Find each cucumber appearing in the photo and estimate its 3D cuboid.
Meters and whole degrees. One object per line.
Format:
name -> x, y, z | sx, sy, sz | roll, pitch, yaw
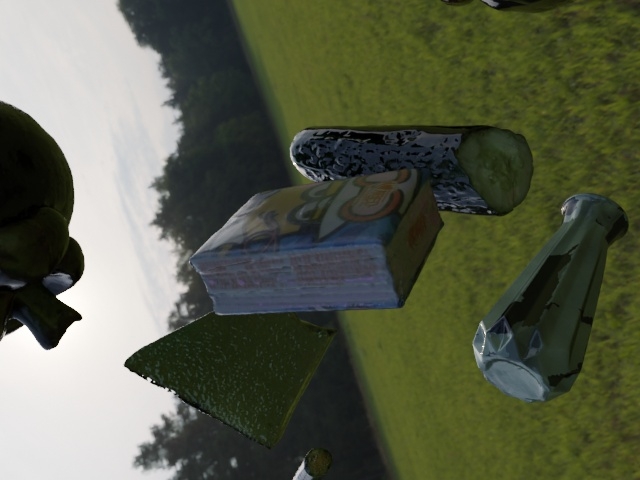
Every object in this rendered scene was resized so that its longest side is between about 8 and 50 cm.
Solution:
cucumber -> 0.064, -0.069, 0.625 | 0.241, 0.074, 0.074 | 10, 130, 40

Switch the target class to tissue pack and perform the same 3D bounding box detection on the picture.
tissue pack -> 0.000, 0.000, 0.511 | 0.115, 0.155, 0.065 | -54, -50, -52

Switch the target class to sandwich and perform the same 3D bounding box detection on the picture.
sandwich -> -0.123, 0.148, 1.005 | 0.245, 0.212, 0.063 | 28, 171, 8

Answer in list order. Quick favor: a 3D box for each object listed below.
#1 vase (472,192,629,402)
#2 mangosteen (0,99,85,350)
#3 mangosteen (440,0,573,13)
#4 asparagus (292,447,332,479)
vase -> 0.381, 0.081, 1.115 | 0.165, 0.360, 0.165 | 27, 149, 18
mangosteen -> -0.370, -0.011, 0.726 | 0.233, 0.288, 0.287 | -95, -11, -53
mangosteen -> 0.252, -0.417, 0.874 | 0.297, 0.293, 0.297 | 29, -179, -1
asparagus -> -0.014, 0.137, 0.378 | 0.127, 0.015, 0.018 | 114, 158, -55
